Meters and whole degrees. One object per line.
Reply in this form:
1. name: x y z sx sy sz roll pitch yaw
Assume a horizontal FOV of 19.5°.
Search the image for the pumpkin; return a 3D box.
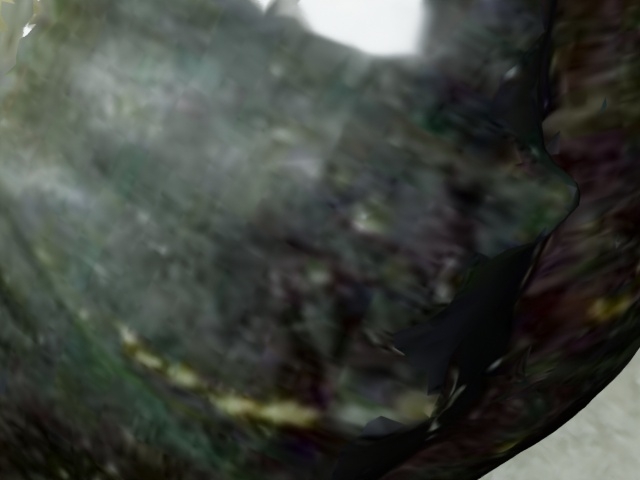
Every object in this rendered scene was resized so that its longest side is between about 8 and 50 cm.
1. pumpkin: -0.065 -0.101 0.639 0.454 0.344 0.455 6 108 19
